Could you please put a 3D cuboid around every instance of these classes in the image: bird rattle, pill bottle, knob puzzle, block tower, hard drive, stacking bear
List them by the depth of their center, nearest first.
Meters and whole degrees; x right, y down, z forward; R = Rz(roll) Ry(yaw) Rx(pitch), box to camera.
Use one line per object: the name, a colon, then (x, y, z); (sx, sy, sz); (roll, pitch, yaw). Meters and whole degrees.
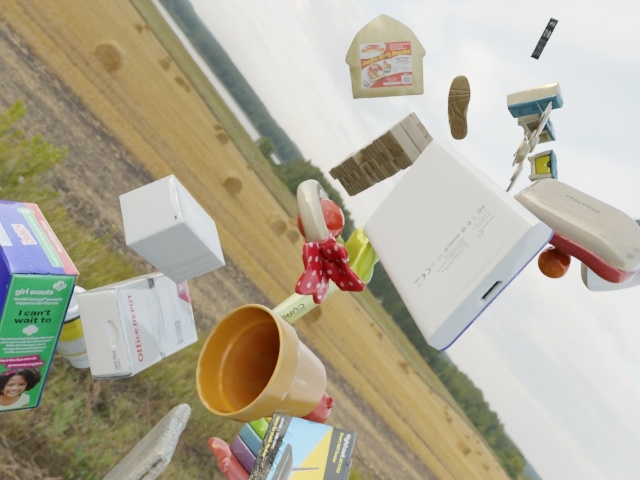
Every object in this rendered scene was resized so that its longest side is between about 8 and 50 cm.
hard drive: (0.180, -0.014, 0.846); (0.040, 0.210, 0.318); (30, 18, -26)
bird rattle: (0.000, 0.000, 0.952); (0.253, 0.143, 0.206); (0, 70, -71)
pill bottle: (-0.539, 0.195, 1.243); (0.103, 0.103, 0.184); (-126, -154, -43)
block tower: (0.136, -0.189, 1.310); (0.097, 0.091, 0.335); (54, -21, -8)
stacking bear: (-0.096, 0.456, 1.350); (0.164, 0.289, 0.175); (54, -15, -20)
knob puzzle: (0.154, -0.439, 1.353); (0.213, 0.213, 0.030); (53, 2, -2)

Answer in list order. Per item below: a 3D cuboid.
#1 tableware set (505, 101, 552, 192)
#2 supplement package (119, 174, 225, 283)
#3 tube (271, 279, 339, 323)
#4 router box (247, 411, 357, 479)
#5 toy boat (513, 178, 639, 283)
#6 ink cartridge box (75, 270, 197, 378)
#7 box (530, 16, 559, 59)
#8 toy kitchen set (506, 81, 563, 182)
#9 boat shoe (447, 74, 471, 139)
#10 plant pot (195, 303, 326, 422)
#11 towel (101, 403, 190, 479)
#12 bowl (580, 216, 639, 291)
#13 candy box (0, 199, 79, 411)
tableware set: (0.389, -0.172, 1.070); (0.020, 0.141, 0.168); (29, -17, 18)
supplement package: (-0.258, -0.014, 1.004); (0.179, 0.105, 0.105); (63, 7, -61)
tube: (-0.061, 0.164, 1.384); (0.070, 0.240, 0.062); (57, -10, -15)
router box: (-0.033, 0.344, 0.797); (0.046, 0.133, 0.178); (84, 20, -46)
toy boat: (0.432, 0.004, 0.987); (0.231, 0.151, 0.151); (35, -50, 27)
ink cartridge box: (-0.336, 0.149, 1.062); (0.218, 0.092, 0.158); (-19, 100, -72)
box: (0.466, -0.420, 1.178); (0.018, 0.083, 0.067); (28, 28, 11)
toy kitchen set: (0.558, -0.257, 1.409); (0.207, 0.122, 0.165); (29, 60, -49)
boat shoe: (0.368, -0.359, 1.526); (0.059, 0.063, 0.169); (-84, 174, -71)
plant pot: (-0.094, 0.248, 1.062); (0.188, 0.205, 0.205); (37, 12, -43)
towel: (-0.365, 0.456, 1.095); (0.049, 0.282, 0.187); (43, 8, -10)
bowl: (0.562, 0.022, 1.084); (0.053, 0.142, 0.142); (-118, -158, -70)
candy box: (-0.597, 0.119, 1.082); (0.122, 0.317, 0.268); (2, 30, -44)
